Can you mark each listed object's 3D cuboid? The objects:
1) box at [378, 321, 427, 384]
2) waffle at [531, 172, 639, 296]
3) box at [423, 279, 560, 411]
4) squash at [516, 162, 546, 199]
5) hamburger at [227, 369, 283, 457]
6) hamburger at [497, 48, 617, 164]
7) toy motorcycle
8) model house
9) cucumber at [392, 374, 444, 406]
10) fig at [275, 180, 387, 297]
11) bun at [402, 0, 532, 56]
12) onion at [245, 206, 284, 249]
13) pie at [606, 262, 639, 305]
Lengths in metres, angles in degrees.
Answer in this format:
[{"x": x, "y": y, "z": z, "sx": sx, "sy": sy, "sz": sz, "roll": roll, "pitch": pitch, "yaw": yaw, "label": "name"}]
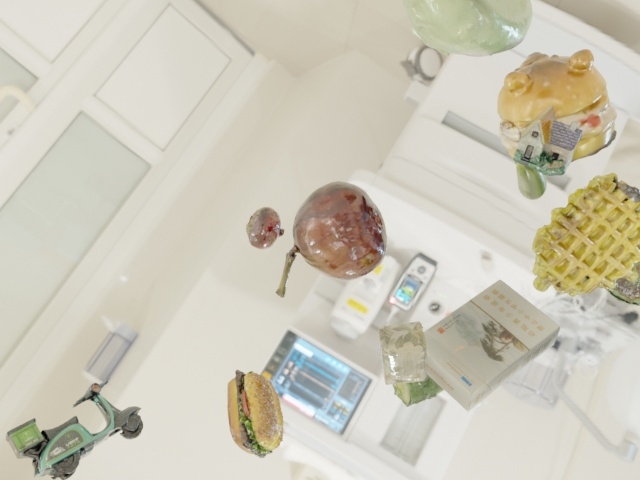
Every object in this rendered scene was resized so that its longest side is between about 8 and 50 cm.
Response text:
[{"x": 0.112, "y": 0.154, "z": 0.894, "sx": 0.062, "sy": 0.045, "sz": 0.098, "roll": -10, "pitch": 140, "yaw": 3, "label": "box"}, {"x": 0.585, "y": -0.003, "z": 1.367, "sx": 0.060, "sy": 0.312, "sz": 0.307, "roll": -114, "pitch": 26, "yaw": -50, "label": "waffle"}, {"x": 0.298, "y": 0.185, "z": 1.201, "sx": 0.149, "sy": 0.233, "sz": 0.067, "roll": 42, "pitch": 150, "yaw": 37, "label": "box"}, {"x": 0.483, "y": -0.151, "z": 1.521, "sx": 0.066, "sy": 0.066, "sz": 0.201, "roll": 21, "pitch": 169, "yaw": 29, "label": "squash"}, {"x": -0.122, "y": 0.337, "z": 1.300, "sx": 0.087, "sy": 0.166, "sz": 0.137, "roll": -17, "pitch": 146, "yaw": 8, "label": "hamburger"}, {"x": 0.546, "y": -0.326, "z": 1.569, "sx": 0.276, "sy": 0.276, "sz": 0.237, "roll": 11, "pitch": 136, "yaw": 46, "label": "hamburger"}, {"x": -0.337, "y": 0.266, "z": 0.929, "sx": 0.100, "sy": 0.173, "sz": 0.058, "roll": 55, "pitch": 142, "yaw": 12, "label": "toy motorcycle"}, {"x": 0.432, "y": -0.188, "z": 1.242, "sx": 0.101, "sy": 0.088, "sz": 0.100, "roll": 28, "pitch": 129, "yaw": 22, "label": "model house"}, {"x": 0.308, "y": 0.337, "z": 1.733, "sx": 0.134, "sy": 0.244, "sz": 0.134, "roll": 165, "pitch": 90, "yaw": -80, "label": "cucumber"}, {"x": 0.010, "y": -0.010, "z": 1.368, "sx": 0.249, "sy": 0.186, "sz": 0.203, "roll": -15, "pitch": 114, "yaw": 31, "label": "fig"}, {"x": 0.241, "y": -0.449, "z": 1.204, "sx": 0.293, "sy": 0.293, "sz": 0.187, "roll": 40, "pitch": 140, "yaw": -24, "label": "bun"}, {"x": -0.135, "y": -0.029, "z": 1.624, "sx": 0.097, "sy": 0.107, "sz": 0.107, "roll": 18, "pitch": 165, "yaw": -14, "label": "onion"}, {"x": 0.935, "y": 0.082, "z": 1.922, "sx": 0.240, "sy": 0.240, "sz": 0.054, "roll": 23, "pitch": -161, "yaw": 25, "label": "pie"}]
